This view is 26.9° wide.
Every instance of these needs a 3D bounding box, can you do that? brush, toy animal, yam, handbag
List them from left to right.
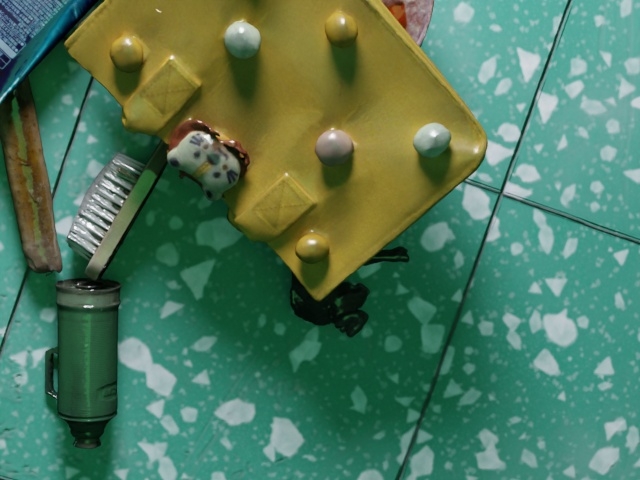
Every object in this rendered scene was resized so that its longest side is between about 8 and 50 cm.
[{"bbox_3d":[-0.326,-0.089,1.473,0.046,0.046,0.263,-10,98,-10],"label":"yam"},{"bbox_3d":[-0.189,-0.108,1.492,0.065,0.070,0.327,31,89,-3],"label":"brush"},{"bbox_3d":[-0.040,-0.150,1.399,0.283,0.133,0.401,-40,103,15],"label":"handbag"},{"bbox_3d":[0.000,0.000,1.531,0.148,0.084,0.232,-37,106,-3],"label":"toy animal"}]

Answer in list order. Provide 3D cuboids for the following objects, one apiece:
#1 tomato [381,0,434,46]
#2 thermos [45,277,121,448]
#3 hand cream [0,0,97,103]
[{"bbox_3d":[0.022,-0.280,1.477,0.199,0.112,0.227,-6,108,0],"label":"tomato"},{"bbox_3d":[-0.267,0.140,1.501,0.083,0.073,0.187,0,98,-13],"label":"thermos"},{"bbox_3d":[-0.296,-0.267,1.430,0.120,0.061,0.270,43,80,10],"label":"hand cream"}]
